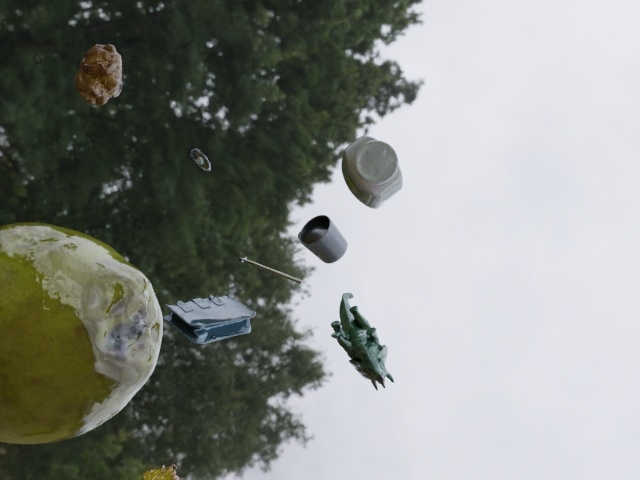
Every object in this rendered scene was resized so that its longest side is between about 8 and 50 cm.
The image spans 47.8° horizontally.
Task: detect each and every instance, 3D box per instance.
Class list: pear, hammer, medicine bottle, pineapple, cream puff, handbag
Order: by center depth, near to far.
[{"bbox_3d":[-0.456,0.146,1.164,0.352,0.413,0.352,-6,90,-78],"label":"pear"},{"bbox_3d":[-0.451,-0.337,1.466,0.116,0.094,0.122,-129,-141,-65],"label":"cream puff"},{"bbox_3d":[-0.357,0.548,1.579,0.137,0.116,0.069,-10,-74,48],"label":"pineapple"},{"bbox_3d":[0.138,-0.185,1.951,0.179,0.124,0.324,54,-5,2],"label":"medicine bottle"},{"bbox_3d":[-0.324,0.222,2.101,0.179,0.229,0.062,28,-67,37],"label":"handbag"},{"bbox_3d":[-0.145,0.088,2.129,0.062,0.198,0.013,-21,132,-81],"label":"hammer"}]

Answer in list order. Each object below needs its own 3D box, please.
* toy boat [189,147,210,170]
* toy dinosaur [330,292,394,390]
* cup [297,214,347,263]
[{"bbox_3d":[-0.347,-0.232,2.092,0.083,0.038,0.038,46,-28,8],"label":"toy boat"},{"bbox_3d":[0.064,0.170,1.346,0.120,0.079,0.292,61,1,-40],"label":"toy dinosaur"},{"bbox_3d":[0.000,0.000,1.507,0.100,0.078,0.077,1,-35,43],"label":"cup"}]
